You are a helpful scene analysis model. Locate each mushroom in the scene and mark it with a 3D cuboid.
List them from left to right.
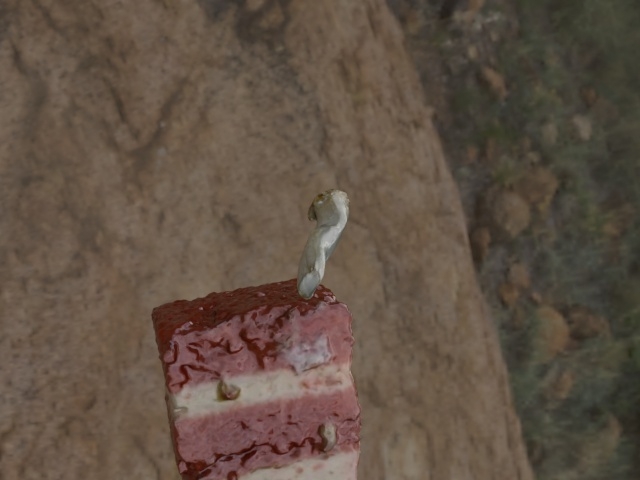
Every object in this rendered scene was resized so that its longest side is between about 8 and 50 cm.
[{"bbox_3d":[-0.001,0.003,1.492,0.054,0.059,0.202,19,39,-2],"label":"mushroom"}]

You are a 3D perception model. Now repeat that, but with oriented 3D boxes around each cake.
[{"bbox_3d":[-0.086,0.235,1.662,0.269,0.270,0.319,-10,96,-9],"label":"cake"}]
